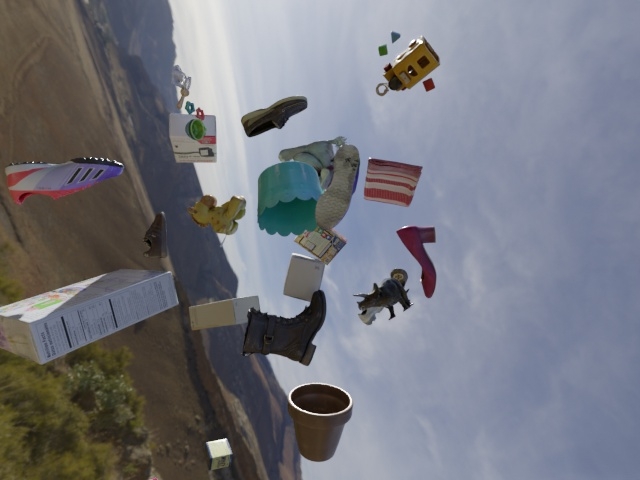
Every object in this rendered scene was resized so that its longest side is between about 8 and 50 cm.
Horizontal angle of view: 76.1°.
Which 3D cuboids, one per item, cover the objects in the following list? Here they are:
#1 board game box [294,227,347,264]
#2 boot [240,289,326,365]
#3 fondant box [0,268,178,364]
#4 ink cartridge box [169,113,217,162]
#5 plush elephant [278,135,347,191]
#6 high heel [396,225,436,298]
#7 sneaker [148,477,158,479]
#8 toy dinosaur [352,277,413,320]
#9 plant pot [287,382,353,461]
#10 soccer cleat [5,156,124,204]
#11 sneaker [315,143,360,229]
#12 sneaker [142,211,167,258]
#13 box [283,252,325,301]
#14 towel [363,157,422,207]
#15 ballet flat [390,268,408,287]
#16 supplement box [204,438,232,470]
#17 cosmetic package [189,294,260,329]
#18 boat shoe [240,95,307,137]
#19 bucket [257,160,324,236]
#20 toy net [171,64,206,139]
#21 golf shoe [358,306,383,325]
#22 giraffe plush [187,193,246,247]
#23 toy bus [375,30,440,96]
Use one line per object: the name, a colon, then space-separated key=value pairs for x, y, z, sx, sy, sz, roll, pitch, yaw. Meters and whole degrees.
board game box: x=0.000 y=0.000 z=1.834 sx=0.193 sy=0.147 sz=0.045 roll=37 pitch=25 yaw=-8
boot: x=-0.113 y=0.250 z=1.261 sx=0.091 sy=0.228 sz=0.263 roll=134 pitch=-27 yaw=-68
fondant box: x=-0.559 y=0.163 z=0.989 sx=0.238 sy=0.330 sz=0.096 roll=-1 pitch=-77 yaw=36
ink cartridge box: x=-0.501 y=-0.401 z=1.632 sx=0.237 sy=0.171 sz=0.100 roll=135 pitch=-49 yaw=-71
plush elephant: x=0.011 y=-0.335 z=1.956 sx=0.329 sy=0.271 sz=0.256 roll=-6 pitch=-87 yaw=41
high heel: x=0.463 y=0.108 z=1.984 sx=0.127 sy=0.181 sz=0.378 roll=-75 pitch=160 yaw=-76
sneaker: x=-0.696 y=0.973 z=1.620 sx=0.047 sy=0.057 sz=0.119 roll=50 pitch=10 yaw=26
toy dinosaur: x=0.281 y=0.203 z=1.585 sx=0.160 sy=0.313 sz=0.121 roll=56 pitch=-46 yaw=11
plant pot: x=-0.010 y=0.734 z=1.630 sx=0.263 sy=0.262 sz=0.230 roll=-155 pitch=-111 yaw=-70
soccer cleat: x=-0.762 y=-0.182 z=1.238 sx=0.108 sy=0.317 sz=0.117 roll=170 pitch=-88 yaw=-75
sneaker: x=0.071 y=-0.160 z=1.373 sx=0.146 sy=0.102 sz=0.294 roll=59 pitch=50 yaw=-74
sneaker: x=-0.522 y=-0.022 z=1.287 sx=0.066 sy=0.071 sz=0.189 roll=105 pitch=-27 yaw=-42
box: x=-0.066 y=0.132 z=1.538 sx=0.311 sy=0.121 sz=0.148 roll=164 pitch=-60 yaw=-85
towel: x=0.323 y=-0.256 z=1.888 sx=0.329 sy=0.236 sz=0.037 roll=87 pitch=16 yaw=-65
ballet flat: x=0.368 y=0.211 z=1.949 sx=0.250 sy=0.084 sz=0.058 roll=84 pitch=18 yaw=-56
supplement box: x=-0.386 y=0.806 z=1.541 sx=0.083 sy=0.083 sz=0.056 roll=34 pitch=-64 yaw=57
cosmetic package: x=-0.434 y=0.328 z=1.850 sx=0.309 sy=0.160 sz=0.113 roll=-14 pitch=-99 yaw=37
boat shoe: x=-0.095 y=-0.262 z=0.876 sx=0.056 sy=0.152 sz=0.049 roll=30 pitch=42 yaw=-73
bucket: x=-0.111 y=-0.155 z=1.551 sx=0.281 sy=0.280 sz=0.183 roll=102 pitch=-19 yaw=-62
toy net: x=-0.418 y=-0.451 z=1.335 sx=0.045 sy=0.122 sz=0.233 roll=5 pitch=-63 yaw=24
golf shoe: x=0.252 y=0.321 z=1.976 sx=0.086 sy=0.176 sz=0.069 roll=41 pitch=-17 yaw=-12
giraffe plush: x=-0.398 y=-0.100 z=1.536 sx=0.170 sy=0.210 sz=0.181 roll=26 pitch=-28 yaw=3
toy bus: x=0.266 y=-0.520 z=1.255 sx=0.105 sy=0.190 sz=0.202 roll=-75 pitch=167 yaw=-47
